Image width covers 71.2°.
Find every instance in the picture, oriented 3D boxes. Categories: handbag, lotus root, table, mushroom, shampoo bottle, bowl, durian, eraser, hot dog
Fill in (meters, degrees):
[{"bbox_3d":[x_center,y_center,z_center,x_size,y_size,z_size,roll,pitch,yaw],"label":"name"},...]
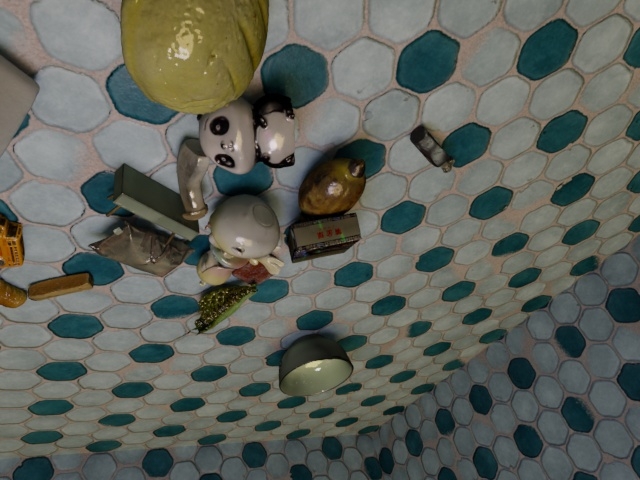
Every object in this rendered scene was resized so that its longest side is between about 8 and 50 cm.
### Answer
[{"bbox_3d":[-0.518,0.028,1.332,0.182,0.117,0.270,-30,144,19],"label":"handbag"},{"bbox_3d":[0.036,-0.152,1.298,0.169,0.141,0.314,0,155,-35],"label":"lotus root"},{"bbox_3d":[-0.464,-0.081,1.224,0.111,0.121,0.240,-36,137,21],"label":"table"},{"bbox_3d":[-0.337,-0.154,1.188,0.092,0.081,0.223,17,120,5],"label":"mushroom"},{"bbox_3d":[0.347,-0.270,1.362,0.063,0.057,0.207,-43,137,17],"label":"shampoo bottle"},{"bbox_3d":[-0.037,0.559,2.078,0.354,0.185,0.354,-11,140,-9],"label":"bowl"},{"bbox_3d":[-0.370,0.238,1.634,0.375,0.106,0.132,-35,167,23],"label":"durian"},{"bbox_3d":[-0.757,-0.214,0.893,0.331,0.331,0.150,-29,141,13],"label":"eraser"},{"bbox_3d":[-0.996,0.122,1.311,0.088,0.061,0.286,-36,140,4],"label":"hot dog"}]

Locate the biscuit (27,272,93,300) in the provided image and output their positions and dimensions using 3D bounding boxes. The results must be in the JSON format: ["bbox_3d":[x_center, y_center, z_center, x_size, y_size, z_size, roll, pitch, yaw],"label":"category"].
[{"bbox_3d":[-0.817,0.149,1.414,0.188,0.052,0.056,-12,153,-6],"label":"biscuit"}]

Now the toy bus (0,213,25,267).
[{"bbox_3d":[-0.850,0.002,1.215,0.074,0.069,0.162,3,138,-25],"label":"toy bus"}]

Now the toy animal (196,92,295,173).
[{"bbox_3d":[-0.177,-0.259,1.089,0.235,0.165,0.187,-7,121,-13],"label":"toy animal"}]

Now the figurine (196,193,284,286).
[{"bbox_3d":[-0.258,0.042,1.382,0.274,0.226,0.394,37,130,-16],"label":"figurine"}]

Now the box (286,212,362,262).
[{"bbox_3d":[0.000,0.000,1.409,0.198,0.084,0.310,-11,172,-8],"label":"box"}]

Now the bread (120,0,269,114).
[{"bbox_3d":[-0.221,-0.392,0.815,0.237,0.320,0.320,7,138,0],"label":"bread"}]

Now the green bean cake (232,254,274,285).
[{"bbox_3d":[-0.227,0.092,1.566,0.135,0.056,0.135,-35,138,18],"label":"green bean cake"}]
